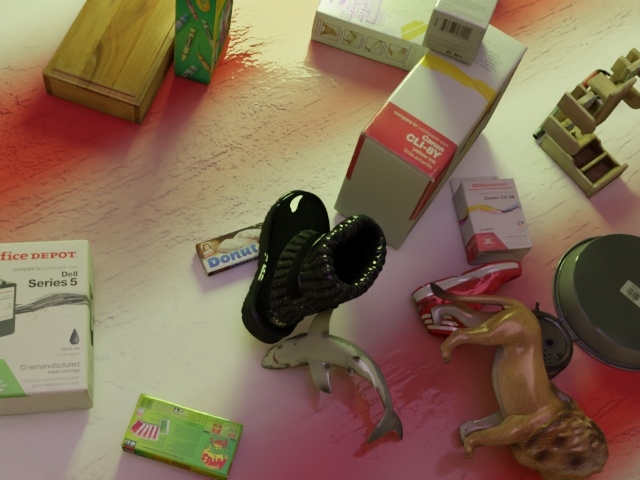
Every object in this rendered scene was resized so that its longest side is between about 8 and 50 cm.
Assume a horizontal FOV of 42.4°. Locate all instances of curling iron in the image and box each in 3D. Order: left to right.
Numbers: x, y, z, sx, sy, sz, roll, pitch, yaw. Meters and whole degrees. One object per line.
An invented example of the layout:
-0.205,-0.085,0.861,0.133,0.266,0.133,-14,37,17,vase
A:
0.568,-0.304,1.842,0.274,0.035,0.068,-36,74,-24,curling iron

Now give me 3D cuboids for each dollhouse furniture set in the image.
0.580,-0.227,1.688,0.212,0.242,0.161,-33,73,-22,dollhouse furniture set

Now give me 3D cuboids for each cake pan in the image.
0.607,0.111,1.627,0.293,0.054,0.293,4,63,-8,cake pan

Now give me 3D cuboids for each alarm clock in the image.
0.394,0.208,1.538,0.129,0.064,0.192,42,67,12,alarm clock

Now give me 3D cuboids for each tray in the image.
-0.395,-0.451,1.732,0.203,0.076,0.411,19,62,0,tray

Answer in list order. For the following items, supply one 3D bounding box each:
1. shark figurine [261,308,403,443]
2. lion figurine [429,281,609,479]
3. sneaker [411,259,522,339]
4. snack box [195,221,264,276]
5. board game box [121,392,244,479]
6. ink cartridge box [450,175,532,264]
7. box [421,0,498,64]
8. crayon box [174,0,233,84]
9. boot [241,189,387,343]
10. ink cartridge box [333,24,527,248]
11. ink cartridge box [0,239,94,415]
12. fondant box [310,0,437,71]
0.054,0.222,1.454,0.278,0.116,0.166,31,96,16,shark figurine
0.341,0.236,1.426,0.240,0.142,0.392,-14,89,6,lion figurine
0.293,0.123,1.562,0.221,0.087,0.128,-18,75,-5,sneaker
-0.143,0.010,1.567,0.178,0.022,0.064,-19,70,-19,snack box
-0.229,0.329,1.376,0.181,0.043,0.092,17,62,0,board game box
0.340,-0.057,1.658,0.115,0.067,0.198,-4,64,-11,ink cartridge box
0.249,-0.392,1.481,0.101,0.102,0.087,22,63,3,box
-0.229,-0.466,1.650,0.081,0.278,0.165,16,61,-3,crayon box
0.003,0.003,1.436,0.131,0.260,0.348,30,48,-22,boot
0.212,-0.215,1.596,0.160,0.279,0.385,33,63,8,ink cartridge box
-0.487,0.144,1.386,0.198,0.115,0.273,-3,64,-11,ink cartridge box
0.169,-0.516,1.849,0.330,0.096,0.238,17,62,1,fondant box
